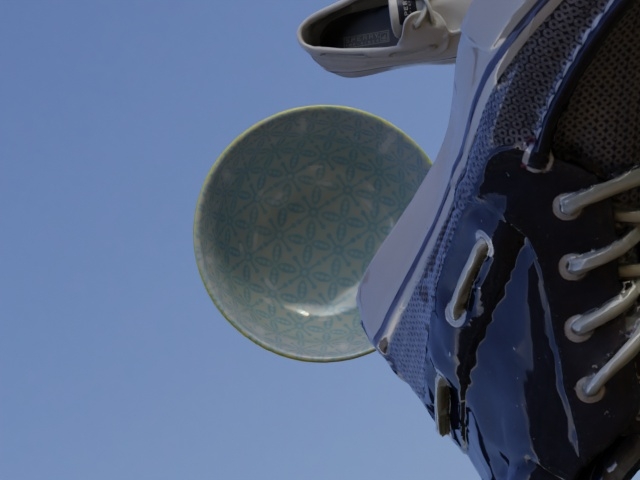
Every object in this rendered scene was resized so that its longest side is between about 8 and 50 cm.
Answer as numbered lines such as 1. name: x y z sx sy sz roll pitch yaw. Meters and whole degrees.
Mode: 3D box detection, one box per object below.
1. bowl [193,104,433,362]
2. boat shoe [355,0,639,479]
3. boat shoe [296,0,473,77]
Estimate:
1. bowl: 0.000 0.000 2.255 0.289 0.289 0.156 -41 -3 -7
2. boat shoe: 0.128 -0.007 0.866 0.127 0.158 0.340 -18 -30 -26
3. boat shoe: 0.097 -0.221 1.990 0.258 0.095 0.084 -17 -17 26
